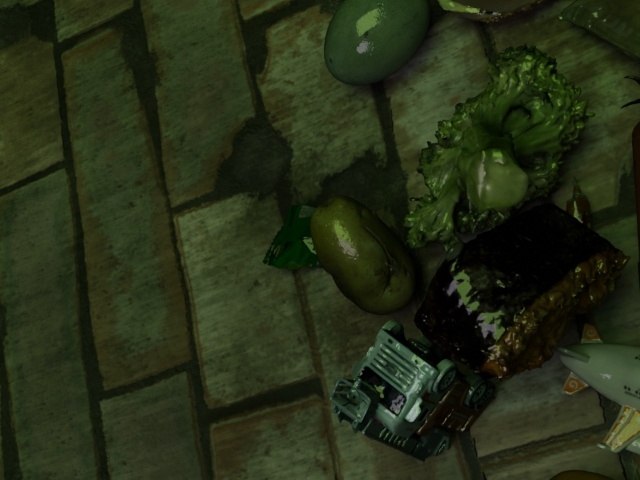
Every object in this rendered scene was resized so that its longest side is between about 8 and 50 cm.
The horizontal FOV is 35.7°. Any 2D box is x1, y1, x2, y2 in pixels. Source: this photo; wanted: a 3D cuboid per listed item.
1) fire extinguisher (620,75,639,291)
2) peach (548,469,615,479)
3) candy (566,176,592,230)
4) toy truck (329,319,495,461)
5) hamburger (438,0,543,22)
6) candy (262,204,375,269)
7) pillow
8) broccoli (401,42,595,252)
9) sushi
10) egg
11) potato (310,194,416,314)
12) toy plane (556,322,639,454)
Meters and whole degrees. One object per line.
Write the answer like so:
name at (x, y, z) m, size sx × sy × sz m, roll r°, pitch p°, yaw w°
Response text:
fire extinguisher at (0.592, -0.088, 1.603) m, size 0.200 × 0.113 × 0.376 m, roll 5°, pitch 74°, yaw -15°
peach at (0.396, 0.466, 1.468) m, size 0.251 × 0.153 × 0.251 m, roll -6°, pitch 81°, yaw 41°
candy at (0.437, -0.022, 1.677) m, size 0.046 × 0.053 × 0.182 m, roll -1°, pitch 75°, yaw 20°
toy truck at (0.145, 0.250, 1.574) m, size 0.133 × 0.338 × 0.184 m, roll 35°, pitch 92°, yaw 31°
hamburger at (0.328, -0.550, 1.831) m, size 0.301 × 0.170 × 0.302 m, roll -6°, pitch 73°, yaw 21°
candy at (-0.002, 0.000, 1.883) m, size 0.203 × 0.078 × 0.141 m, roll 5°, pitch 77°, yaw 23°
pillow at (0.575, -0.375, 1.691) m, size 0.185 × 0.075 × 0.302 m, roll -43°, pitch 55°, yaw -6°
broccoli at (0.299, -0.162, 1.610) m, size 0.274 × 0.397 × 0.353 m, roll 12°, pitch 74°, yaw 5°
sushi at (0.311, 0.092, 1.539) m, size 0.348 × 0.234 × 0.207 m, roll -29°, pitch 55°, yaw -33°
egg at (0.106, -0.400, 1.896) m, size 0.236 × 0.169 × 0.169 m, roll -43°, pitch 60°, yaw 10°
potato at (0.077, 0.027, 1.730) m, size 0.143 × 0.248 × 0.169 m, roll -46°, pitch 28°, yaw -14°
toy plane at (0.487, 0.212, 1.539) m, size 0.244 × 0.117 × 0.245 m, roll -9°, pitch 69°, yaw 25°
